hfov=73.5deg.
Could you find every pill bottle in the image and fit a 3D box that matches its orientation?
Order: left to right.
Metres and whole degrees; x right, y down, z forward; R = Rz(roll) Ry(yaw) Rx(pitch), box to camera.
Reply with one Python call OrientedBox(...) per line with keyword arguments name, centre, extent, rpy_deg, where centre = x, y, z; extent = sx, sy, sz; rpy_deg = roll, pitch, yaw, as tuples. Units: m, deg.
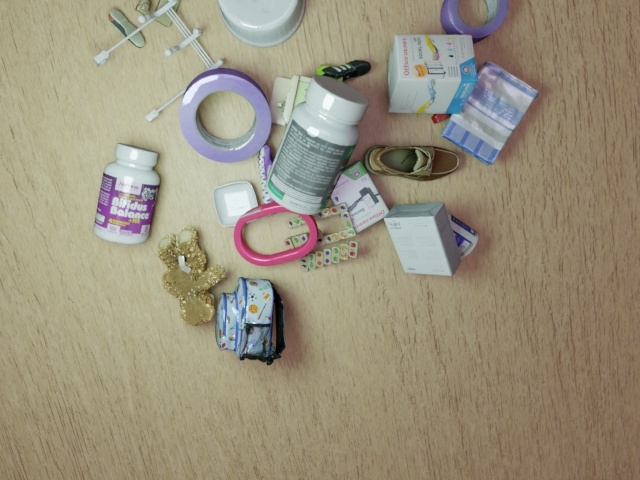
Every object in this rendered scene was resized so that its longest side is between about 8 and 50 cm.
OrientedBox(name="pill bottle", centre=(-0.617, -0.152, 1.383), extent=(0.170, 0.169, 0.301), rpy_deg=(14, 100, -4))
OrientedBox(name="pill bottle", centre=(-0.012, -0.272, 1.251), extent=(0.204, 0.204, 0.360), rpy_deg=(23, 123, -6))
OrientedBox(name="pill bottle", centre=(0.432, -0.031, 1.466), extent=(0.187, 0.112, 0.112), rpy_deg=(33, 98, -7))

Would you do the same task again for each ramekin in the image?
OrientedBox(name="ramekin", centre=(-0.185, -0.749, 1.303), extent=(0.278, 0.135, 0.276), rpy_deg=(0, 100, -1))

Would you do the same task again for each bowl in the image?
OrientedBox(name="bowl", centre=(-0.284, -0.126, 1.457), extent=(0.142, 0.053, 0.141), rpy_deg=(-12, 101, 1))

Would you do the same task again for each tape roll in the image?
OrientedBox(name="tape roll", centre=(-0.294, -0.386, 1.338), extent=(0.275, 0.090, 0.274), rpy_deg=(-6, 125, -8))
OrientedBox(name="tape roll", centre=(0.484, -0.729, 1.355), extent=(0.189, 0.080, 0.188), rpy_deg=(0, 101, -1))

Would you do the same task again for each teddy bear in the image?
OrientedBox(name="teddy bear", centre=(-0.440, 0.119, 1.459), extent=(0.245, 0.113, 0.338), rpy_deg=(-37, 83, 11))

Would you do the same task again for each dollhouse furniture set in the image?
OrientedBox(name="dollhouse furniture set", centre=(-0.535, -0.778, 1.342), extent=(0.151, 0.123, 0.144), rpy_deg=(18, 102, -40))

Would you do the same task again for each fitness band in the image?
OrientedBox(name="fitness band", centre=(-0.151, -0.022, 1.420), extent=(0.291, 0.054, 0.208), rpy_deg=(-15, 117, 14))

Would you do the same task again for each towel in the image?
OrientedBox(name="towel", centre=(0.549, -0.412, 1.391), extent=(0.209, 0.034, 0.284), rpy_deg=(31, 94, -4))

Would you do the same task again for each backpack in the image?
OrientedBox(name="backpack", centre=(-0.242, 0.251, 1.430), extent=(0.213, 0.277, 0.263), rpy_deg=(13, 84, -23))

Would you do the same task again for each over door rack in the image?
OrientedBox(name="over door rack", centre=(-0.496, -0.549, 1.322), extent=(0.324, 0.108, 0.239), rpy_deg=(-36, 112, 5))

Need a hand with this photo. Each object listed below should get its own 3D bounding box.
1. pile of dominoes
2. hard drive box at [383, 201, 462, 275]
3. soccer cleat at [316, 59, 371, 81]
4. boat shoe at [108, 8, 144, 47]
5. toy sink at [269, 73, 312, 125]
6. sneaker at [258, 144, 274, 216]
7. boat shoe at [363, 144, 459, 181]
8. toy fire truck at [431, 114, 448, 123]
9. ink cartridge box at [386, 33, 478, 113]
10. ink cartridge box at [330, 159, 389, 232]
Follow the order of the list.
OrientedBox(name="pile of dominoes", centre=(0.000, 0.000, 1.448), extent=(0.251, 0.040, 0.195), rpy_deg=(-16, 103, 25))
OrientedBox(name="hard drive box", centre=(0.335, -0.003, 1.403), extent=(0.181, 0.089, 0.232), rpy_deg=(1, 126, 41))
OrientedBox(name="soccer cleat", centre=(0.075, -0.535, 1.380), extent=(0.179, 0.060, 0.072), rpy_deg=(-6, 59, 4))
OrientedBox(name="boat shoe", centre=(-0.614, -0.661, 1.355), extent=(0.137, 0.049, 0.043), rpy_deg=(47, 138, -11))
OrientedBox(name="toy sink", centre=(-0.048, -0.432, 1.367), extent=(0.234, 0.131, 0.152), rpy_deg=(13, 99, -4))
OrientedBox(name="sneaker", centre=(-0.150, -0.201, 1.433), extent=(0.105, 0.095, 0.236), rpy_deg=(-9, 106, -5))
OrientedBox(name="boat shoe", centre=(0.308, -0.253, 1.400), extent=(0.324, 0.120, 0.122), rpy_deg=(-3, 99, -14))
OrientedBox(name="toy fire truck", centre=(0.485, -0.416, 1.429), extent=(0.192, 0.047, 0.135), rpy_deg=(-34, 98, 4))
OrientedBox(name="ink cartridge box", centre=(0.332, -0.508, 1.319), extent=(0.233, 0.168, 0.171), rpy_deg=(0, 73, -2))
OrientedBox(name="ink cartridge box", centre=(0.118, -0.144, 1.448), extent=(0.153, 0.087, 0.208), rpy_deg=(-31, 100, 4))
